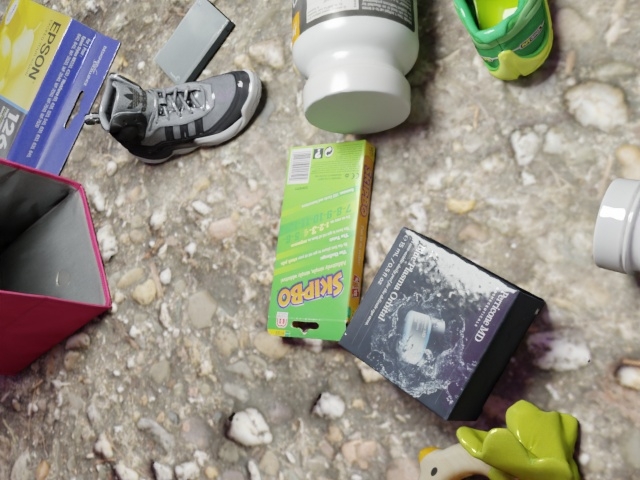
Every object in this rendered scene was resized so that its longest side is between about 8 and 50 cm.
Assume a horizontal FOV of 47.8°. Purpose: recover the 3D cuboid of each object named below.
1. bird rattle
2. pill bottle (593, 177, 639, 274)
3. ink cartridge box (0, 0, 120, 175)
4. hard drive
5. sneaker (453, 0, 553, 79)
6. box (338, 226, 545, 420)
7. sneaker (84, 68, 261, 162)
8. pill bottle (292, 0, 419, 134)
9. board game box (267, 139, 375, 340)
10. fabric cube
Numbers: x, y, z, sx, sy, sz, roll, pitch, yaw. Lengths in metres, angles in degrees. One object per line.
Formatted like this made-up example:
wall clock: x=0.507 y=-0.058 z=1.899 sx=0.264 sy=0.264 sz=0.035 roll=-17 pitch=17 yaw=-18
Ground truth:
bird rattle: x=0.188 y=0.293 z=0.721 sx=0.207 sy=0.143 sz=0.253 roll=-11 pitch=84 yaw=43
pill bottle: x=0.368 y=0.006 z=0.643 sx=0.221 sy=0.124 sz=0.124 roll=14 pitch=86 yaw=35
ink cartridge box: x=-0.548 y=-0.290 z=1.372 sx=0.307 sy=0.072 sz=0.303 roll=28 pitch=94 yaw=38
hard drive: x=-0.207 y=-0.321 z=1.177 sx=0.135 sy=0.022 sz=0.094 roll=-51 pitch=56 yaw=13
sneaker: x=0.201 y=-0.336 z=0.845 sx=0.109 sy=0.123 sz=0.295 roll=-21 pitch=66 yaw=29
box: x=0.132 y=0.091 z=0.800 sx=0.158 sy=0.093 sz=0.156 roll=31 pitch=96 yaw=34
sneaker: x=-0.226 y=-0.199 z=1.078 sx=0.269 sy=0.153 sz=0.101 roll=-18 pitch=69 yaw=29
pill bottle: x=0.043 y=-0.288 z=0.916 sx=0.162 sy=0.162 sz=0.278 roll=-10 pitch=72 yaw=32
board game box: x=0.000 y=0.000 z=0.947 sx=0.124 sy=0.039 sz=0.259 roll=-1 pitch=75 yaw=34
fabric cube: x=-0.540 y=0.044 z=1.161 sx=0.258 sy=0.259 sz=0.254 roll=-32 pitch=63 yaw=23
